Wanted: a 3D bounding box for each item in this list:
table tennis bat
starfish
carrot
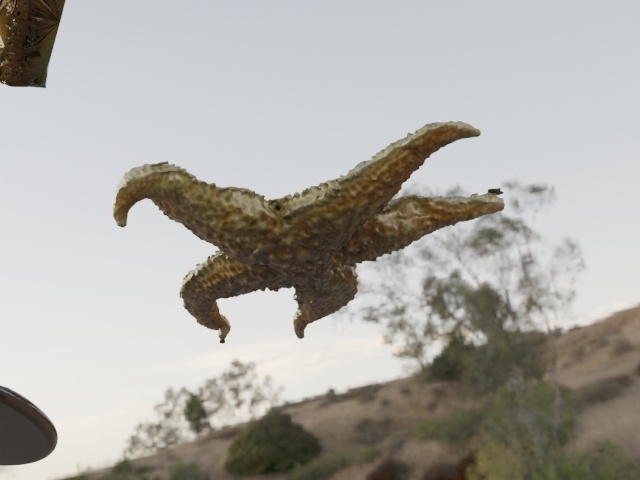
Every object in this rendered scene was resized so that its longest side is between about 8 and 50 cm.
[{"bbox_3d":[-0.230,0.133,0.579,0.108,0.119,0.170,-6,-39,17],"label":"table tennis bat"},{"bbox_3d":[0.001,0.004,0.790,0.303,0.060,0.299,-21,-34,20],"label":"starfish"},{"bbox_3d":[-0.235,-0.232,0.866,0.069,0.069,0.228,0,-58,-37],"label":"carrot"}]
